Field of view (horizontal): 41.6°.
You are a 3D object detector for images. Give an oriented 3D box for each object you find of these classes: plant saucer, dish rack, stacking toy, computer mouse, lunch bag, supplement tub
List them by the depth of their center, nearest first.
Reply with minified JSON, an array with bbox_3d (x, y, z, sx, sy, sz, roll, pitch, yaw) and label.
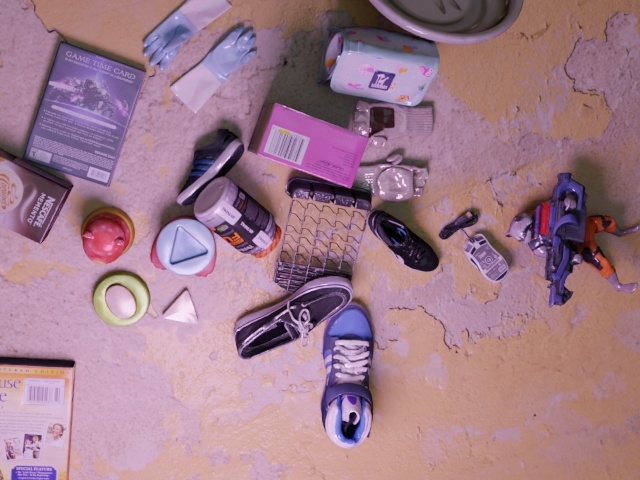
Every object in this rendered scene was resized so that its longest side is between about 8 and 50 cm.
[{"bbox_3d":[0.123,-0.388,1.850,0.224,0.262,0.160,9,97,-12],"label":"lunch bag"},{"bbox_3d":[0.250,-0.574,1.874,0.401,0.100,0.400,7,62,-13],"label":"plant saucer"},{"bbox_3d":[-0.389,0.072,1.901,0.309,0.130,0.279,2,98,-9],"label":"stacking toy"},{"bbox_3d":[-0.183,-0.047,1.907,0.117,0.117,0.190,-49,122,0],"label":"supplement tub"},{"bbox_3d":[0.000,0.000,1.981,0.208,0.074,0.271,10,107,-9],"label":"dish rack"},{"bbox_3d":[0.385,0.024,2.072,0.106,0.042,0.193,-39,97,-7],"label":"computer mouse"}]

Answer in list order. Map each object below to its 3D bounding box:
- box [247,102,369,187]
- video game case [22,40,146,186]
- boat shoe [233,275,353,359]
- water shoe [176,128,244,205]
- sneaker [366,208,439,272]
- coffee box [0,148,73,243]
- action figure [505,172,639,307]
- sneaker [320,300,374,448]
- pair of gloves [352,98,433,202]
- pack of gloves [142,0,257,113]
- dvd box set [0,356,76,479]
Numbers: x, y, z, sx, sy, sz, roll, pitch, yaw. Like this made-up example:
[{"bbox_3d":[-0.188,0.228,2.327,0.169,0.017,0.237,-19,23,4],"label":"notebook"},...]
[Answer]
[{"bbox_3d":[-0.035,-0.212,1.859,0.214,0.243,0.117,19,95,-13],"label":"box"},{"bbox_3d":[-0.524,-0.279,1.878,0.196,0.026,0.274,19,94,-12],"label":"video game case"},{"bbox_3d":[-0.059,0.186,1.958,0.307,0.105,0.113,-21,124,2],"label":"boat shoe"},{"bbox_3d":[-0.263,-0.167,1.928,0.203,0.073,0.080,-44,74,1],"label":"water shoe"},{"bbox_3d":[0.203,0.014,1.996,0.217,0.121,0.079,37,92,-13],"label":"sneaker"},{"bbox_3d":[-0.687,-0.113,1.837,0.247,0.098,0.141,27,94,-12],"label":"coffee box"},{"bbox_3d":[0.602,0.032,2.045,0.330,0.178,0.341,21,70,-7],"label":"action figure"},{"bbox_3d":[0.076,0.321,1.962,0.130,0.236,0.322,7,98,-11],"label":"sneaker"},{"bbox_3d":[0.164,-0.210,1.997,0.204,0.042,0.240,5,99,-11],"label":"pair of gloves"},{"bbox_3d":[-0.268,-0.434,1.888,0.232,0.046,0.195,-44,102,-1],"label":"pack of gloves"},{"bbox_3d":[-0.733,0.476,1.940,0.308,0.062,0.420,4,98,-10],"label":"dvd box set"}]
